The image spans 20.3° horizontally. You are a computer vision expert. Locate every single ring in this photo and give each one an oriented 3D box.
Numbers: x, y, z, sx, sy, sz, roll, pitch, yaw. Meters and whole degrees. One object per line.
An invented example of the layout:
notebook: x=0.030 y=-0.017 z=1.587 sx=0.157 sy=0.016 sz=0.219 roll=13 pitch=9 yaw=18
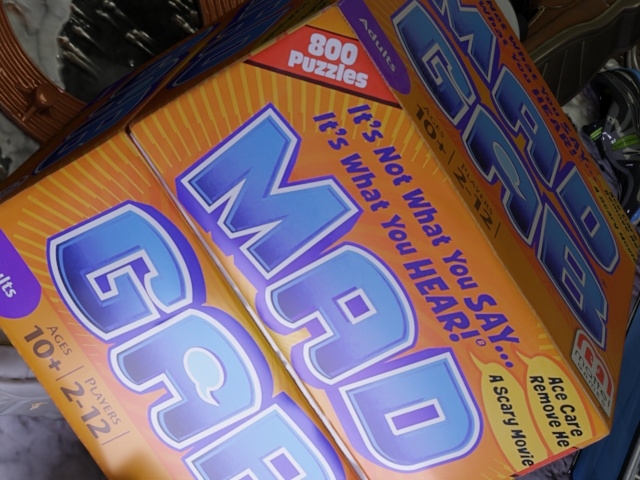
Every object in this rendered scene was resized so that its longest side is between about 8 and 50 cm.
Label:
ring: x=-0.195 y=-0.222 z=1.654 sx=0.336 sy=0.032 sz=0.336 roll=15 pitch=63 yaw=-32

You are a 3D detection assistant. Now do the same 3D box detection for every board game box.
board game box: x=0.000 y=0.000 z=1.403 sx=0.356 sy=0.356 sz=0.356 roll=56 pitch=24 yaw=-12

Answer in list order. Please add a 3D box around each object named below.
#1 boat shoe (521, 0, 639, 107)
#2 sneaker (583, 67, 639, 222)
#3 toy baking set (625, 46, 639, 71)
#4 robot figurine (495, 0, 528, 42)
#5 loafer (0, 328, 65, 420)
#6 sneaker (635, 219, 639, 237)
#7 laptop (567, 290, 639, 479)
boat shoe: x=0.272 y=-0.236 z=1.995 sx=0.307 sy=0.110 sz=0.104 roll=-33 pitch=60 yaw=-32
sneaker: x=0.335 y=-0.107 z=2.014 sx=0.078 sy=0.067 sz=0.188 roll=2 pitch=71 yaw=-15
toy baking set: x=0.364 y=-0.289 z=2.130 sx=0.256 sy=0.030 sz=0.197 roll=30 pitch=61 yaw=-18
robot figurine: x=0.084 y=-0.188 z=1.771 sx=0.209 sy=0.173 sz=0.278 roll=36 pitch=43 yaw=24
loafer: x=-0.261 y=0.085 z=1.425 sx=0.319 sy=0.112 sz=0.111 roll=4 pitch=64 yaw=-46
sneaker: x=0.381 y=0.050 z=1.976 sx=0.063 sy=0.075 sz=0.170 roll=33 pitch=27 yaw=-55
laptop: x=0.429 y=0.157 z=1.777 sx=0.408 sy=0.236 sz=0.382 roll=29 pitch=73 yaw=-13
